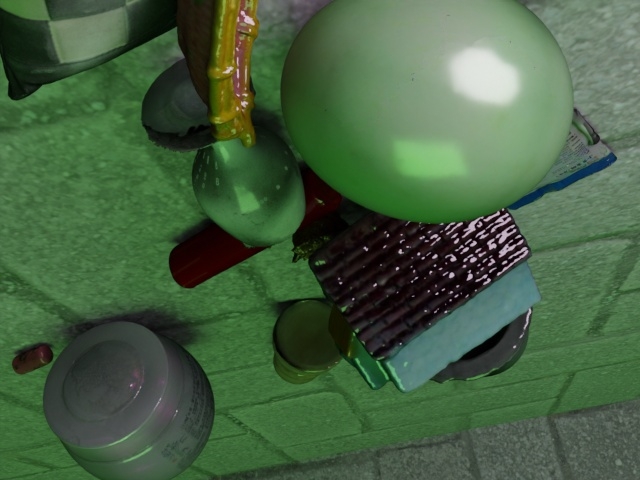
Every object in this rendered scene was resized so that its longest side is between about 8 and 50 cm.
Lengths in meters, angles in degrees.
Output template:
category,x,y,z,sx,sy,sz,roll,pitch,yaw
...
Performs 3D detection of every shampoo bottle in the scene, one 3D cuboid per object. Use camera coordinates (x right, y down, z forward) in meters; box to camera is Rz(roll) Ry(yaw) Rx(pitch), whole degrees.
category,x,y,z,sx,sy,sz,roll,pitch,yaw
shampoo bottle,-0.342,0.300,1.305,0.272,0.273,0.266,-13,145,8

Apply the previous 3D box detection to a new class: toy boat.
category,x,y,z,sx,sy,sz,roll,pitch,yaw
toy boat,-0.050,-0.205,0.536,0.099,0.141,0.318,23,130,-5

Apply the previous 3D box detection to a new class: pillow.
category,x,y,z,sx,sy,sz,roll,pitch,yaw
pillow,-0.167,-0.214,0.505,0.186,0.106,0.250,-31,163,-22

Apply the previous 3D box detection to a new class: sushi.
category,x,y,z,sx,sy,sz,roll,pitch,yaw
sushi,-0.003,0.000,1.054,0.061,0.060,0.118,4,153,-35

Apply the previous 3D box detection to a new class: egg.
category,x,y,z,sx,sy,sz,roll,pitch,yaw
egg,0.096,-0.126,0.654,0.269,0.220,0.220,4,151,-14

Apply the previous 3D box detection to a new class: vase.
category,x,y,z,sx,sy,sz,roll,pitch,yaw
vase,0.256,0.131,1.249,0.245,0.245,0.291,-17,161,16

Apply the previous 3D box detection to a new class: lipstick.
category,x,y,z,sx,sy,sz,roll,pitch,yaw
lipstick,-0.098,-0.014,0.986,0.279,0.073,0.073,-27,149,31

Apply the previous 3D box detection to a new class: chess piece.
category,x,y,z,sx,sy,sz,roll,pitch,yaw
chess piece,-0.036,0.217,1.421,0.142,0.143,0.261,-4,160,-11

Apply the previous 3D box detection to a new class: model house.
category,x,y,z,sx,sy,sz,roll,pitch,yaw
model house,0.106,0.022,0.978,0.280,0.230,0.249,-34,118,-5

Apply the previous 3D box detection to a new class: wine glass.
category,x,y,z,sx,sy,sz,roll,pitch,yaw
wine glass,-0.093,-0.086,0.782,0.126,0.126,0.241,-13,151,7

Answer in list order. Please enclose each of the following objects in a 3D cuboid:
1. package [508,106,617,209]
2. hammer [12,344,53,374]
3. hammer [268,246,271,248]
category,x,y,z,sx,sy,sz,roll,pitch,yaw
package,0.302,-0.104,0.987,0.171,0.027,0.173,-29,147,28
hammer,-0.543,0.224,1.349,0.083,0.043,0.043,-24,150,21
hammer,-0.064,-0.011,1.062,0.035,0.019,0.110,0,155,-18
